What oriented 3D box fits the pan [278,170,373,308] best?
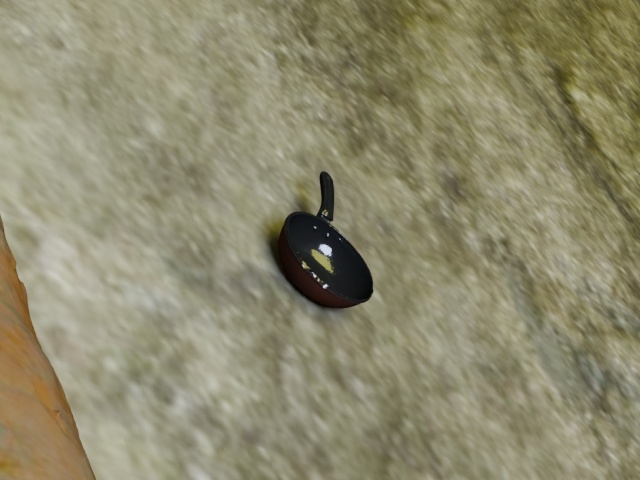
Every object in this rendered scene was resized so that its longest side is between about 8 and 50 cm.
[{"bbox_3d":[0.000,0.000,0.939,0.068,0.023,0.115,33,31,-24],"label":"pan"}]

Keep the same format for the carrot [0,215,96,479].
[{"bbox_3d":[-0.134,0.077,0.498,0.139,0.139,0.302,28,30,-34],"label":"carrot"}]
